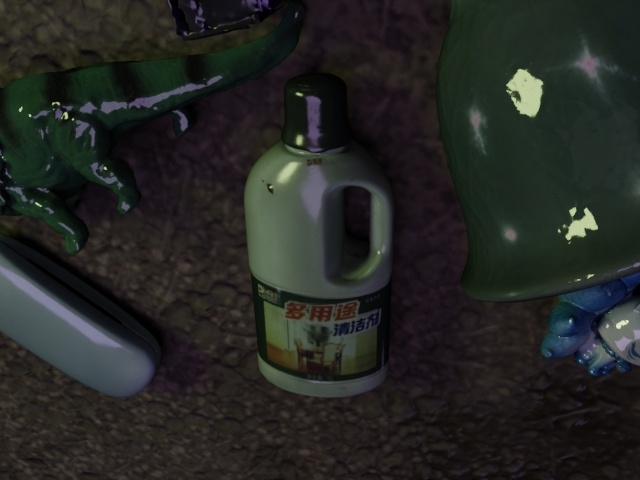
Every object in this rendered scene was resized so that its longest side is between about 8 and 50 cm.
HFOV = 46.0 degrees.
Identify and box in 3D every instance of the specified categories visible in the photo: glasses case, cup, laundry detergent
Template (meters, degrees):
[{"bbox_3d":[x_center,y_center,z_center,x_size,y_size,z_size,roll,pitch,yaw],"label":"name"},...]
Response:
[{"bbox_3d":[-0.207,0.060,0.594,0.178,0.045,0.067,37,120,-11],"label":"glasses case"},{"bbox_3d":[0.133,-0.079,0.382,0.199,0.199,0.150,-25,96,23],"label":"cup"},{"bbox_3d":[0.000,0.000,0.504,0.099,0.070,0.225,9,121,16],"label":"laundry detergent"}]

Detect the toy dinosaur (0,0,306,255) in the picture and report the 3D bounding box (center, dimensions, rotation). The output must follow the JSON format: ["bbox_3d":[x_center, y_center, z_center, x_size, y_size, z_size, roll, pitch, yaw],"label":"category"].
[{"bbox_3d":[-0.140,-0.061,0.491,0.292,0.079,0.120,-9,120,12],"label":"toy dinosaur"}]

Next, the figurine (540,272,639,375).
[{"bbox_3d":[0.197,0.037,0.480,0.114,0.079,0.114,-9,136,-9],"label":"figurine"}]

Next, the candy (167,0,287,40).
[{"bbox_3d":[-0.080,-0.257,0.352,0.061,0.088,0.312,-8,119,17],"label":"candy"}]
